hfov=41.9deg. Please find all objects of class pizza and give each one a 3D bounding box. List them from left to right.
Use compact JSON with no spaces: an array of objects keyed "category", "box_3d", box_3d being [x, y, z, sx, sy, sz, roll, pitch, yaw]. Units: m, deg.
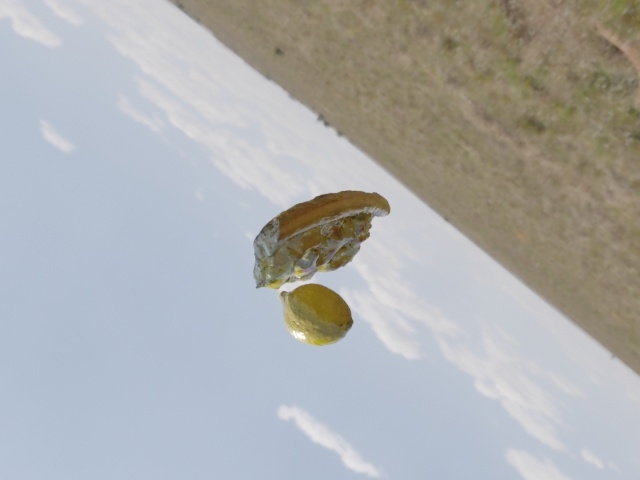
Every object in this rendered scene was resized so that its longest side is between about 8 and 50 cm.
[{"category":"pizza","box_3d":[0.000,0.000,0.671,0.036,0.099,0.160,47,-149,21]}]

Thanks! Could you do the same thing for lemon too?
[{"category":"lemon","box_3d":[-0.007,0.075,0.868,0.092,0.065,0.065,22,178,29]}]
